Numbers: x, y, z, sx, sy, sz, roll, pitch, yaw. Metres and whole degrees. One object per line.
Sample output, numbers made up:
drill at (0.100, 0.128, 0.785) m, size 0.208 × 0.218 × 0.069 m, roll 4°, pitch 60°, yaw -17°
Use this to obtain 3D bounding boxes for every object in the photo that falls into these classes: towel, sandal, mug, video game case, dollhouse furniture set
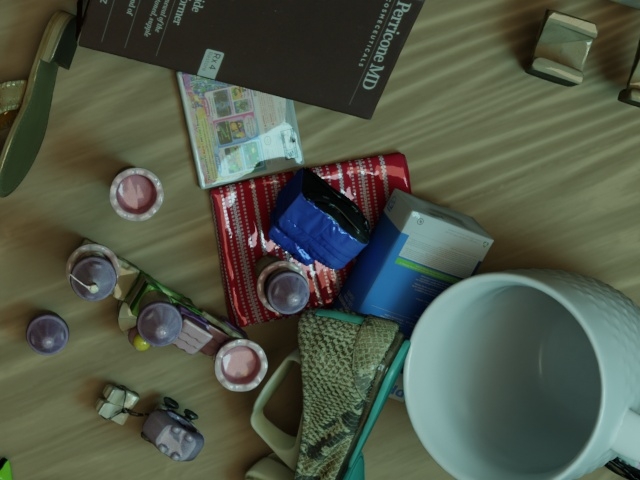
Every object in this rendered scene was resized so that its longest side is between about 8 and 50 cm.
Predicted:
towel at (0.000, 0.000, 1.964) m, size 0.275 × 0.031 × 0.199 m, roll -12°, pitch 104°, yaw -14°
sandal at (-0.374, -0.176, 1.804) m, size 0.079 × 0.088 × 0.240 m, roll 21°, pitch 87°, yaw 12°
mug at (0.343, 0.192, 1.907) m, size 0.328 × 0.374 × 0.276 m, roll -1°, pitch 114°, yaw -57°
video game case at (-0.103, -0.158, 1.906) m, size 0.143 × 0.019 × 0.157 m, roll -14°, pitch 106°, yaw -13°
dollhouse furniture set at (0.507, -0.343, 1.984) m, size 0.394 × 0.256 × 0.362 m, roll 18°, pitch 95°, yaw 2°

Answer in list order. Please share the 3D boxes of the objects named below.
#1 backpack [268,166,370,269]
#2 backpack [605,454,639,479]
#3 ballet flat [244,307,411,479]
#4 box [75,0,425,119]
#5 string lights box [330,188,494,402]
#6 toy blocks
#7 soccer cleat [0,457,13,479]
backpack at (-0.001, -0.019, 1.898) m, size 0.120 × 0.098 × 0.101 m, roll 34°, pitch 119°, yaw -17°
backpack at (0.471, 0.294, 2.118) m, size 0.182 × 0.152 × 0.115 m, roll 29°, pitch 87°, yaw -8°
ballet flat at (-0.009, 0.278, 1.931) m, size 0.182 × 0.164 × 0.483 m, roll 18°, pitch 126°, yaw 12°
box at (-0.087, -0.294, 1.774) m, size 0.381 × 0.143 × 0.191 m, roll 11°, pitch 128°, yaw -16°
string lights box at (0.104, 0.076, 1.949) m, size 0.133 × 0.077 × 0.260 m, roll 20°, pitch 108°, yaw -27°
toy blocks at (-0.194, 0.107, 1.789) m, size 0.288 × 0.260 × 0.309 m, roll 32°, pitch 93°, yaw -14°
soccer cleat at (-0.480, 0.308, 1.874) m, size 0.179 × 0.060 × 0.072 m, roll 0°, pitch 92°, yaw -23°
